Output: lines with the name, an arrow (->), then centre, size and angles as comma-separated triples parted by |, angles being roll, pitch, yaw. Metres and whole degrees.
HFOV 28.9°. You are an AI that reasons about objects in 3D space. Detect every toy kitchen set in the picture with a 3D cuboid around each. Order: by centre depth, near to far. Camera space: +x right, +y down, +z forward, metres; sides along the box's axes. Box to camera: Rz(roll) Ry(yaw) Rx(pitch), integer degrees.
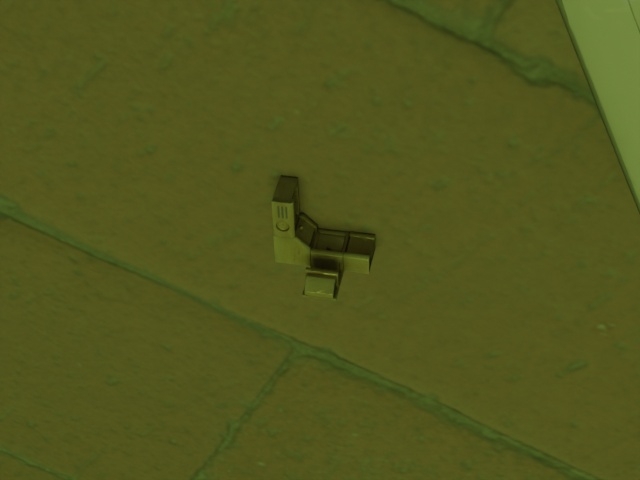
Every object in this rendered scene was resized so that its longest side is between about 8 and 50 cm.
toy kitchen set -> 0.000, 0.000, 1.053 | 0.083, 0.068, 0.075 | 7, 135, 9

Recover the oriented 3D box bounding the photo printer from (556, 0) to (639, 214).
photo printer -> 0.318, -0.103, 0.832 | 0.256, 0.107, 0.307 | -12, 129, 26
